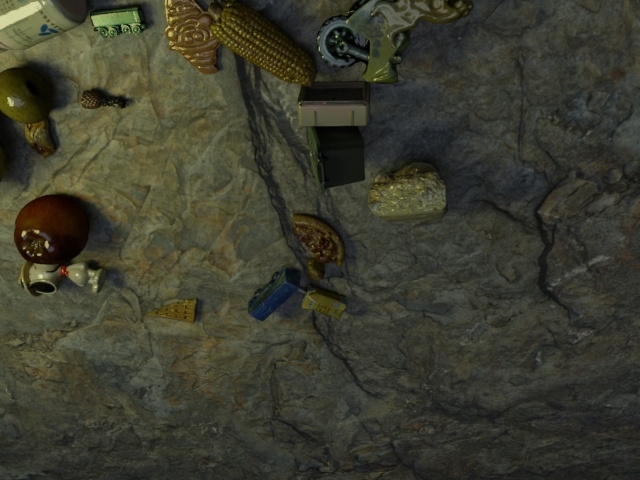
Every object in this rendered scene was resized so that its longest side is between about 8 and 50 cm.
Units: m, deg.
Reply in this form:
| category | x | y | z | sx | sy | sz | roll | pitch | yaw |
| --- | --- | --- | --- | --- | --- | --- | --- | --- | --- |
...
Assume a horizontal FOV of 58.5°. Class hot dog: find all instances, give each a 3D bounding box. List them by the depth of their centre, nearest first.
| category | x | y | z | sx | sy | sz | roll | pitch | yaw |
| --- | --- | --- | --- | --- | --- | --- | --- | --- | --- |
| hot dog | -0.851 | -0.313 | 1.716 | 0.078 | 0.061 | 0.169 | 4 | 126 | 4 |

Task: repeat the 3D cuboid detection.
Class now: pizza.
| category | x | y | z | sx | sy | sz | roll | pitch | yaw |
| --- | --- | --- | --- | --- | --- | --- | --- | --- | --- |
| pizza | -0.001 | 0.002 | 1.872 | 0.127 | 0.058 | 0.246 | -22 | 119 | 20 |

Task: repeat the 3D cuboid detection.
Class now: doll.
| category | x | y | z | sx | sy | sz | roll | pitch | yaw |
| --- | --- | --- | --- | --- | --- | --- | --- | --- | --- |
| doll | -0.905 | 0.134 | 1.999 | 0.271 | 0.144 | 0.208 | 29 | 114 | -10 |

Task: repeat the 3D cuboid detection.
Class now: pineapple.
| category | x | y | z | sx | sy | sz | roll | pitch | yaw |
| --- | --- | --- | --- | --- | --- | --- | --- | --- | --- |
| pineapple | -0.620 | -0.395 | 1.643 | 0.124 | 0.058 | 0.058 | 11 | 126 | -9 |

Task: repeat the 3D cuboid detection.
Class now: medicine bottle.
| category | x | y | z | sx | sy | sz | roll | pitch | yaw |
| --- | --- | --- | --- | --- | --- | --- | --- | --- | --- |
| medicine bottle | -0.757 | -0.582 | 1.446 | 0.293 | 0.170 | 0.170 | -15 | 123 | 17 |

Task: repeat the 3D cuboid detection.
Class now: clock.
| category | x | y | z | sx | sy | sz | roll | pitch | yaw |
| --- | --- | --- | --- | --- | --- | --- | --- | --- | --- |
| clock | 0.039 | -0.369 | 1.542 | 0.192 | 0.147 | 0.071 | 1 | 126 | 5 |

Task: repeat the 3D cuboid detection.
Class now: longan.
| category | x | y | z | sx | sy | sz | roll | pitch | yaw |
| --- | --- | --- | --- | --- | --- | --- | --- | --- | --- |
| longan | -0.839 | -0.404 | 1.609 | 0.176 | 0.145 | 0.155 | -9 | 93 | 57 |

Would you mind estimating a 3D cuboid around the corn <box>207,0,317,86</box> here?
| category | x | y | z | sx | sy | sz | roll | pitch | yaw |
| --- | --- | --- | --- | --- | --- | --- | --- | --- | --- |
| corn | -0.147 | -0.509 | 1.480 | 0.322 | 0.119 | 0.119 | 26 | 124 | -19 |

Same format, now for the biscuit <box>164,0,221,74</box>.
| category | x | y | z | sx | sy | sz | roll | pitch | yaw |
| --- | --- | --- | --- | --- | --- | --- | --- | --- | --- |
| biscuit | -0.342 | -0.556 | 1.515 | 0.162 | 0.035 | 0.250 | -18 | 121 | 12 |

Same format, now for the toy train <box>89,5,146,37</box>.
| category | x | y | z | sx | sy | sz | roll | pitch | yaw |
| --- | --- | --- | --- | --- | --- | --- | --- | --- | --- |
| toy train | -0.535 | -0.577 | 1.510 | 0.148 | 0.038 | 0.071 | -3 | 123 | 8 |

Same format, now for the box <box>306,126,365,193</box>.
| category | x | y | z | sx | sy | sz | roll | pitch | yaw |
| --- | --- | --- | --- | --- | --- | --- | --- | --- | --- |
| box | 0.041 | -0.252 | 1.583 | 0.135 | 0.243 | 0.163 | -9 | 125 | -4 |

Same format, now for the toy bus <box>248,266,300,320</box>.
| category | x | y | z | sx | sy | sz | roll | pitch | yaw |
| --- | --- | --- | --- | --- | --- | --- | --- | --- | --- |
| toy bus | -0.168 | 0.190 | 2.002 | 0.079 | 0.094 | 0.236 | 35 | 121 | -19 |

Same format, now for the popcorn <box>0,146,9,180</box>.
| category | x | y | z | sx | sy | sz | roll | pitch | yaw |
| --- | --- | --- | --- | --- | --- | --- | --- | --- | --- |
| popcorn | -1.046 | -0.221 | 1.644 | 0.325 | 0.321 | 0.290 | 17 | 128 | 16 |

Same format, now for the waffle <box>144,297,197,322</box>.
| category | x | y | z | sx | sy | sz | roll | pitch | yaw |
| --- | --- | --- | --- | --- | --- | --- | --- | --- | --- |
| waffle | -0.555 | 0.245 | 2.114 | 0.191 | 0.032 | 0.125 | 11 | 128 | -4 |

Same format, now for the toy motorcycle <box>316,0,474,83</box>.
| category | x | y | z | sx | sy | sz | roll | pitch | yaw |
| --- | --- | --- | --- | --- | --- | --- | --- | --- | --- |
| toy motorcycle | 0.191 | -0.544 | 1.388 | 0.237 | 0.169 | 0.410 | 39 | 120 | -23 |

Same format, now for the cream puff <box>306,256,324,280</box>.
| category | x | y | z | sx | sy | sz | roll | pitch | yaw |
| --- | --- | --- | --- | --- | --- | --- | --- | --- | --- |
| cream puff | -0.013 | 0.096 | 1.936 | 0.058 | 0.083 | 0.083 | -19 | 83 | -10 |

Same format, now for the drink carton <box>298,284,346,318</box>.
| category | x | y | z | sx | sy | sz | roll | pitch | yaw |
| --- | --- | --- | --- | --- | --- | --- | --- | --- | --- |
| drink carton | -0.011 | 0.208 | 2.015 | 0.200 | 0.074 | 0.084 | 18 | 125 | -10 |

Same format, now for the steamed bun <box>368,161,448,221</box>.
| category | x | y | z | sx | sy | sz | roll | pitch | yaw |
| --- | --- | --- | --- | --- | --- | --- | --- | --- | --- |
| steamed bun | 0.254 | -0.143 | 1.674 | 0.225 | 0.200 | 0.170 | -5 | 86 | 11 |

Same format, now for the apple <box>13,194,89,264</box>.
| category | x | y | z | sx | sy | sz | roll | pitch | yaw |
| --- | --- | --- | --- | --- | --- | --- | --- | --- | --- |
| apple | -0.865 | -0.028 | 1.835 | 0.230 | 0.230 | 0.230 | 2 | 126 | 3 |
